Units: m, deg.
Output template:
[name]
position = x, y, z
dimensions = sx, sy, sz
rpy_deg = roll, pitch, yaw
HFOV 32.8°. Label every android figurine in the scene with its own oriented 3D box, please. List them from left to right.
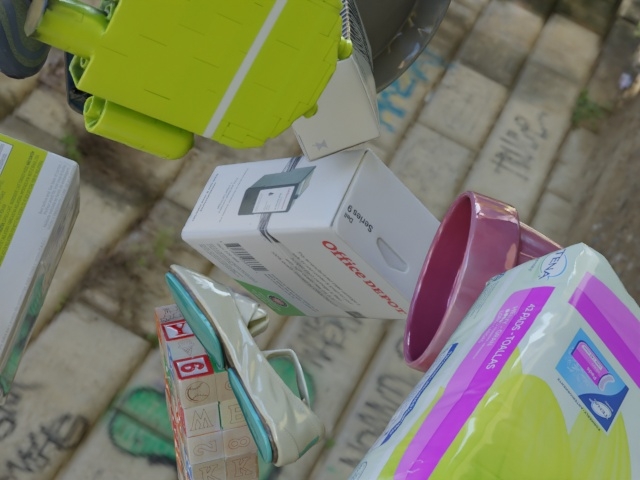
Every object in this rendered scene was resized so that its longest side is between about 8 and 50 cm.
[android figurine]
position = -0.094, -0.176, 0.900
dimensions = 0.248, 0.272, 0.056
rpy_deg = -60, 36, 20

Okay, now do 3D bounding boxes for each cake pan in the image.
[cake pan]
position = 0.091, -0.342, 1.668
dimensions = 0.293, 0.054, 0.293
rpy_deg = -38, -25, -21

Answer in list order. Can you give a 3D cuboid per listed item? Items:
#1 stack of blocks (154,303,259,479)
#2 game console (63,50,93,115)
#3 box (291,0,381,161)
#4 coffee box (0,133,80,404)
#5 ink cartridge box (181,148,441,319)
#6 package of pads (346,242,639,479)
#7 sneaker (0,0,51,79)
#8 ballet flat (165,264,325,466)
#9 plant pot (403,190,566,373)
[stack of blocks]
position = -0.141, 0.244, 1.394
dimensions = 0.171, 0.087, 0.297
rpy_deg = -125, 28, -58
[game console]
position = -0.235, -0.263, 1.837
dimensions = 0.342, 0.386, 0.060
rpy_deg = 137, 138, -74
[box]
position = 0.008, -0.212, 1.305
dimensions = 0.275, 0.094, 0.113
rpy_deg = -92, -19, -58
[coffee box]
position = -0.555, 0.020, 1.529
dimensions = 0.337, 0.334, 0.338
rpy_deg = 140, 149, -74
[ink cartridge box]
position = 0.000, 0.000, 1.384
dimensions = 0.289, 0.211, 0.122
rpy_deg = -2, 55, 46
[package of pads]
position = 0.152, 0.183, 0.570
dimensions = 0.101, 0.296, 0.229
rpy_deg = -29, 12, 45
[sneaker]
position = -0.264, -0.305, 1.117
dimensions = 0.111, 0.121, 0.300
rpy_deg = 7, -74, -60
[ballet flat]
position = -0.073, 0.116, 1.119
dimensions = 0.086, 0.248, 0.086
rpy_deg = -27, -23, -13
[plant pot]
position = 0.205, 0.068, 1.157
dimensions = 0.201, 0.180, 0.201
rpy_deg = -161, 90, -84
